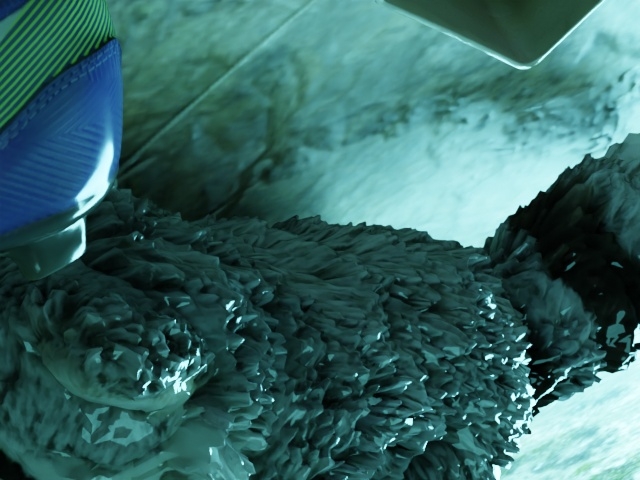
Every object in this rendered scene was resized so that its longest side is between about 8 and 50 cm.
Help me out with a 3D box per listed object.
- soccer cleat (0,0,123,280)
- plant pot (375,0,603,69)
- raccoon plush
[{"bbox_3d":[-0.188,-0.026,0.403,0.289,0.093,0.121,-16,120,-25],"label":"soccer cleat"},{"bbox_3d":[0.064,-0.145,0.593,0.109,0.096,0.109,-44,149,23],"label":"plant pot"},{"bbox_3d":[0.000,0.000,0.760,0.446,0.216,0.299,-49,145,-27],"label":"raccoon plush"}]
